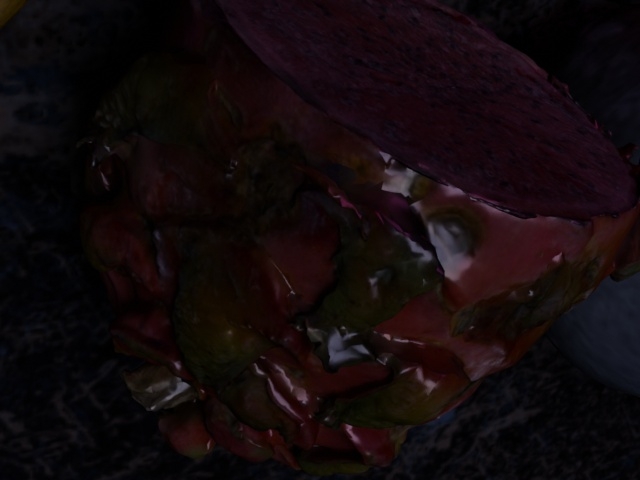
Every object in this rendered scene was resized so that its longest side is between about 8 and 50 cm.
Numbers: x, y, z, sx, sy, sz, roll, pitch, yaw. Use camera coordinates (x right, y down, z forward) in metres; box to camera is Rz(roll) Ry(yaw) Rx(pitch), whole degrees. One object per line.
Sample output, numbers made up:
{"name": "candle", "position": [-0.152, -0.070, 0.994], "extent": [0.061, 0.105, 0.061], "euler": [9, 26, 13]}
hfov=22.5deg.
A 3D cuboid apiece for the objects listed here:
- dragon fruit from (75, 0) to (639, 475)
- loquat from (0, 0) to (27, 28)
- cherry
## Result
{"name": "dragon fruit", "position": [0.000, 0.000, 0.930], "extent": [0.296, 0.314, 0.263], "euler": [-7, 133, -49]}
{"name": "loquat", "position": [-0.208, -0.183, 0.731], "extent": [0.244, 0.244, 0.244], "euler": [-12, 117, -25]}
{"name": "cherry", "position": [0.241, -0.029, 1.043], "extent": [0.218, 0.255, 0.296], "euler": [-15, 133, -40]}
